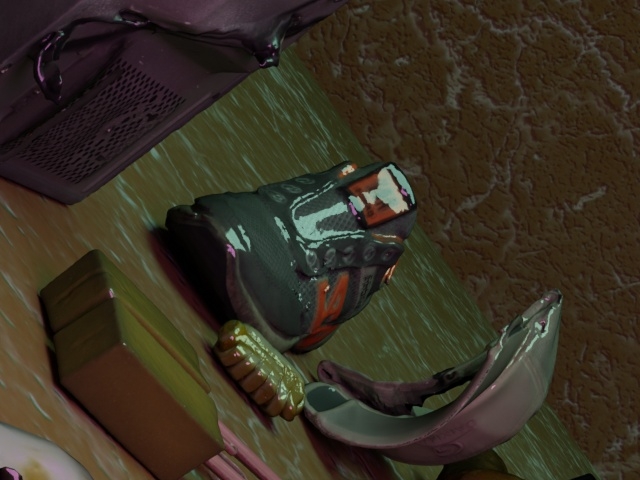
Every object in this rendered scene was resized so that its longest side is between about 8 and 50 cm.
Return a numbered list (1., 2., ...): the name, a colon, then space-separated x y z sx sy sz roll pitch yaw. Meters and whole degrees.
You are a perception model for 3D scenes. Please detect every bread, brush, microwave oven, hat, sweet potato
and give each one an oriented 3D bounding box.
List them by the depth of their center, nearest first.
1. brush: -0.071 0.114 1.093 0.233 0.047 0.103 50 9 -33
2. microwave oven: -0.103 -0.276 1.162 0.374 0.432 0.236 57 9 18
3. bread: -0.046 0.095 1.350 0.088 0.033 0.049 46 25 -23
4. hat: 0.104 0.140 1.516 0.226 0.219 0.164 -77 145 -62
5. sweet potato: 0.132 0.229 1.594 0.097 0.097 0.292 53 -2 -4

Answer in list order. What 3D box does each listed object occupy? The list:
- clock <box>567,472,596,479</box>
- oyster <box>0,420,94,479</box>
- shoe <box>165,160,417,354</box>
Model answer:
1. clock: 0.256 0.343 1.543 0.379 0.120 0.276 -99 169 -81
2. oyster: -0.156 0.078 0.641 0.223 0.083 0.214 38 -5 17
3. shoe: 0.000 0.000 1.517 0.132 0.171 0.336 56 8 13
